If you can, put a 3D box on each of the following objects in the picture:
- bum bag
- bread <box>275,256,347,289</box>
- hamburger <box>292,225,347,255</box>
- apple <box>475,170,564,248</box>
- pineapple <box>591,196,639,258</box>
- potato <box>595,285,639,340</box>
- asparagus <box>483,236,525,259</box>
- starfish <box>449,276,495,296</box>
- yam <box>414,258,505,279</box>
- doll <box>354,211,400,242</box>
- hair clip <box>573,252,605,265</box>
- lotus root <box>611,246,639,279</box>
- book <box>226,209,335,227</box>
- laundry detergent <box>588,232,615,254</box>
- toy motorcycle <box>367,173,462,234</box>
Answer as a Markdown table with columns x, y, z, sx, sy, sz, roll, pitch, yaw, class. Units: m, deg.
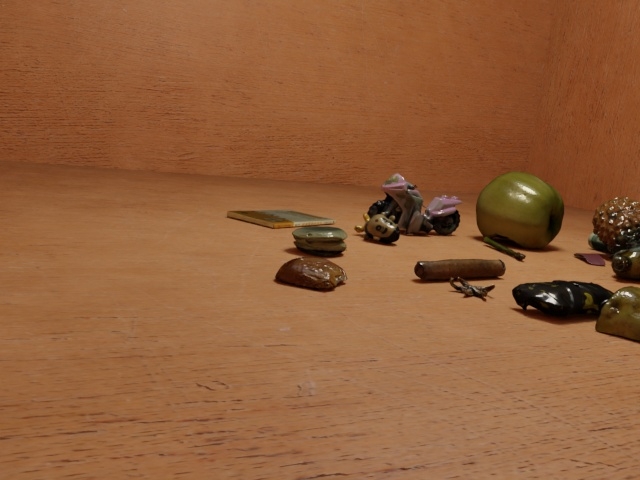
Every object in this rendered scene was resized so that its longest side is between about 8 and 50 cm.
| x | y | z | sx | sy | sz | roll | pitch | yaw | class |
| --- | --- | --- | --- | --- | --- | --- | --- | --- | --- |
| 0.484 | 0.111 | 1.190 | 0.232 | 0.060 | 0.106 | 0 | 20 | -23 | bum bag |
| -0.014 | 0.061 | 1.217 | 0.126 | 0.044 | 0.129 | 12 | 8 | 24 | bread |
| 0.000 | 0.000 | 1.520 | 0.133 | 0.063 | 0.140 | 7 | 11 | 26 | hamburger |
| 0.648 | -0.095 | 2.016 | 0.278 | 0.280 | 0.279 | 6 | 10 | -1 | apple |
| 0.921 | -0.003 | 1.835 | 0.169 | 0.169 | 0.340 | 7 | 28 | 2 | pineapple |
| 0.574 | 0.131 | 1.070 | 0.149 | 0.081 | 0.120 | 1 | 9 | -27 | potato |
| 0.538 | 0.025 | 1.821 | 0.025 | 0.025 | 0.248 | -2 | 13 | -10 | asparagus |
| 0.309 | 0.097 | 1.255 | 0.078 | 0.028 | 0.091 | -5 | 16 | -24 | starfish |
| 0.312 | 0.064 | 1.391 | 0.263 | 0.046 | 0.046 | 1 | 11 | -33 | yam |
| 0.163 | -0.038 | 1.788 | 0.179 | 0.102 | 0.089 | 17 | -24 | 51 | doll |
| 0.797 | 0.051 | 1.844 | 0.054 | 0.022 | 0.137 | 3 | 10 | 2 | hair clip |
| 0.823 | 0.060 | 1.622 | 0.192 | 0.088 | 0.113 | -3 | -3 | -39 | lotus root |
| -0.121 | -0.072 | 1.976 | 0.207 | 0.020 | 0.295 | 14 | 12 | 38 | book |
| 0.988 | 0.016 | 2.020 | 0.099 | 0.070 | 0.225 | -1 | 11 | -21 | laundry detergent |
| 0.311 | -0.115 | 2.001 | 0.326 | 0.188 | 0.143 | 3 | 14 | -18 | toy motorcycle |
